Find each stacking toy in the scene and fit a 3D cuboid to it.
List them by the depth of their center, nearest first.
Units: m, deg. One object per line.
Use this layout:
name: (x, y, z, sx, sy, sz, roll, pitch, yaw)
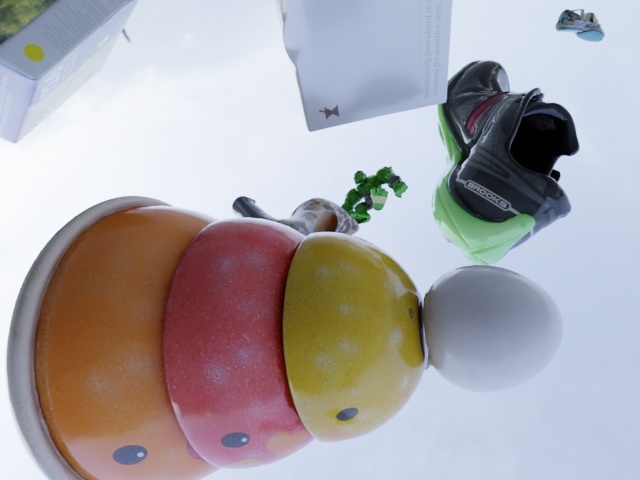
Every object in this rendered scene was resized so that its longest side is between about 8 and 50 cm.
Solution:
stacking toy: (-0.016, 0.094, 0.475, 0.481, 0.350, 0.350, -8, -136, 21)

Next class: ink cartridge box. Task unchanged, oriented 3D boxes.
ink cartridge box: (-0.427, -0.251, 0.701, 0.304, 0.072, 0.307, -9, -134, 52)

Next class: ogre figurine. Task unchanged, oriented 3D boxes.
ogre figurine: (0.113, -0.105, 1.080, 0.197, 0.097, 0.118, -54, -160, 37)

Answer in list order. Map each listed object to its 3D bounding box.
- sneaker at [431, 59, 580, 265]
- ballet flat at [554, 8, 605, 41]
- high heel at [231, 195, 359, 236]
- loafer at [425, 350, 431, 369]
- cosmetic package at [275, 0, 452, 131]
sneaker: (0.308, -0.160, 0.752, 0.202, 0.185, 0.482, -27, -146, 36)
ballet flat: (0.422, -0.348, 0.734, 0.115, 0.041, 0.041, -3, -150, -31)
high heel: (0.000, 0.000, 0.753, 0.186, 0.262, 0.093, 44, -61, 46)
loafer: (0.184, 0.197, 0.818, 0.039, 0.045, 0.125, -25, -175, 10)
cosmetic package: (0.017, -0.311, 0.516, 0.155, 0.196, 0.365, -12, -132, 0)
